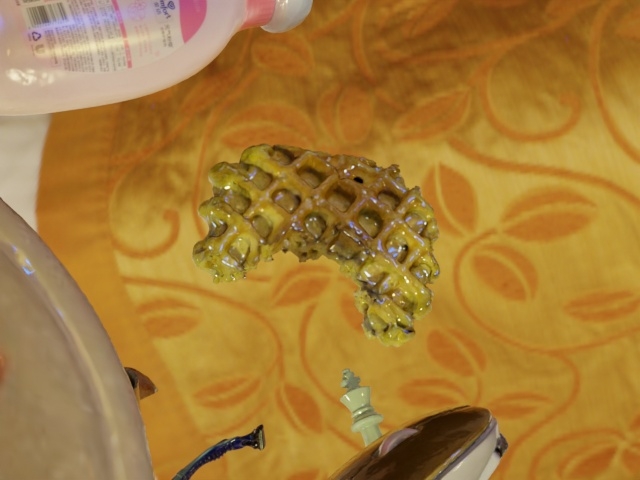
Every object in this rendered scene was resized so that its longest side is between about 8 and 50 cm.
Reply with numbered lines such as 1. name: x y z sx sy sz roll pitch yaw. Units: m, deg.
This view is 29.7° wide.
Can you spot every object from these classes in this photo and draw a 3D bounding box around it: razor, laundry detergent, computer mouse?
1. razor: -0.121 0.232 1.200 0.154 0.028 0.044 -35 151 -19
2. laundry detergent: -0.162 -0.204 1.062 0.335 0.159 0.088 -17 174 -32
3. computer mouse: 0.007 0.180 0.653 0.056 0.245 0.126 42 164 -10

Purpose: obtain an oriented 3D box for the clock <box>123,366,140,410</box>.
1. clock: -0.238 0.140 0.891 0.214 0.215 0.042 -6 100 8

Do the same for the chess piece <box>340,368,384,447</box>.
1. chess piece: 0.058 0.216 1.409 0.059 0.149 0.059 -18 158 -8

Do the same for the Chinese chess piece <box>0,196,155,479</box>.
1. Chinese chess piece: -0.221 0.096 0.454 0.338 0.338 0.140 38 128 -25

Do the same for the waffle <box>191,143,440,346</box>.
1. waffle: 0.001 -0.001 0.928 0.194 0.149 0.051 11 156 -10

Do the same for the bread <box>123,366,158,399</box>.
1. bread: -0.264 0.176 1.381 0.126 0.129 0.044 -11 98 39
